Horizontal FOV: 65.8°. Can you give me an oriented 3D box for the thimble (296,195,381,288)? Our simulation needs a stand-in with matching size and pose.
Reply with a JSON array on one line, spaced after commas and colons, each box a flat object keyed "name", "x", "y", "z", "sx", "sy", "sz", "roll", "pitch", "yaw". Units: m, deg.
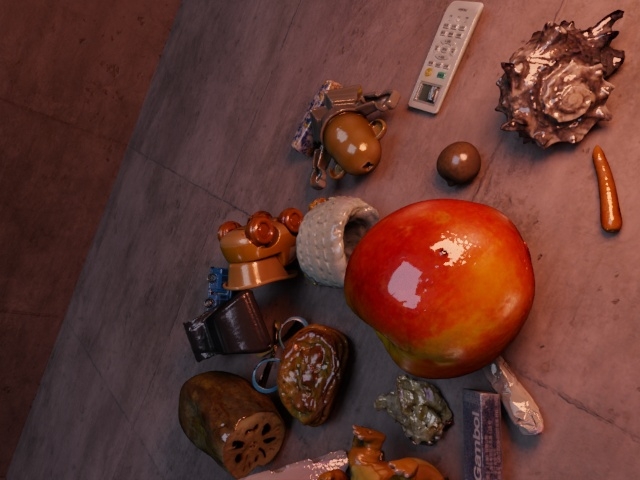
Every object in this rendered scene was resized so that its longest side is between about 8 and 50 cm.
[{"name": "thimble", "x": 0.056, "y": 0.003, "z": 1.319, "sx": 0.171, "sy": 0.204, "sz": 0.251, "roll": 1, "pitch": 81, "yaw": 43}]

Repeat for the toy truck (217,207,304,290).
[{"name": "toy truck", "x": -0.180, "y": 0.022, "z": 1.508, "sx": 0.204, "sy": 0.287, "sz": 0.212, "roll": -4, "pitch": 100, "yaw": 42}]

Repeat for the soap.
[{"name": "soap", "x": -0.090, "y": 0.645, "z": 1.239, "sx": 0.302, "sy": 0.257, "sz": 0.159, "roll": -35, "pitch": 55, "yaw": 30}]

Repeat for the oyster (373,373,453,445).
[{"name": "oyster", "x": 0.205, "y": 0.399, "z": 1.160, "sx": 0.191, "sy": 0.081, "sz": 0.164, "roll": -24, "pitch": 67, "yaw": 40}]

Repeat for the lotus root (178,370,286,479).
[{"name": "lotus root", "x": -0.280, "y": 0.515, "z": 1.459, "sx": 0.345, "sy": 0.250, "sz": 0.251, "roll": 15, "pitch": 89, "yaw": 45}]

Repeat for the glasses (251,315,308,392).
[{"name": "glasses", "x": -0.144, "y": 0.322, "z": 1.475, "sx": 0.206, "sy": 0.102, "sz": 0.239, "roll": 15, "pitch": 71, "yaw": 51}]

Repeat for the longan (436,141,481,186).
[{"name": "longan", "x": 0.332, "y": -0.183, "z": 1.194, "sx": 0.113, "sy": 0.092, "sz": 0.114, "roll": 2, "pitch": 92, "yaw": 43}]

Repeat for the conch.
[{"name": "conch", "x": 0.505, "y": -0.330, "z": 1.027, "sx": 0.240, "sy": 0.186, "sz": 0.313, "roll": 34, "pitch": 84, "yaw": 16}]

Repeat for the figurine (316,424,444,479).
[{"name": "figurine", "x": 0.123, "y": 0.628, "z": 1.041, "sx": 0.400, "sy": 0.268, "sz": 0.388, "roll": 20, "pitch": 90, "yaw": 41}]

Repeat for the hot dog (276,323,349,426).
[{"name": "hot dog", "x": -0.022, "y": 0.370, "z": 1.349, "sx": 0.196, "sy": 0.122, "sz": 0.273, "roll": 20, "pitch": 90, "yaw": 34}]

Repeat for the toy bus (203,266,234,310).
[{"name": "toy bus", "x": -0.342, "y": 0.189, "z": 1.704, "sx": 0.090, "sy": 0.106, "sz": 0.185, "roll": 115, "pitch": 157, "yaw": -76}]

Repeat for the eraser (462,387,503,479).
[{"name": "eraser", "x": 0.334, "y": 0.419, "z": 1.020, "sx": 0.092, "sy": 0.046, "sz": 0.213, "roll": 129, "pitch": 143, "yaw": -77}]

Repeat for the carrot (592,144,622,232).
[{"name": "carrot", "x": 0.573, "y": -0.106, "z": 0.991, "sx": 0.037, "sy": 0.037, "sz": 0.190, "roll": -14, "pitch": 65, "yaw": 40}]

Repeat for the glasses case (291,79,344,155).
[{"name": "glasses case", "x": -0.006, "y": -0.387, "z": 1.573, "sx": 0.065, "sy": 0.086, "sz": 0.248, "roll": 40, "pitch": 104, "yaw": 47}]

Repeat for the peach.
[{"name": "peach", "x": 0.250, "y": 0.085, "z": 1.027, "sx": 0.388, "sy": 0.388, "sz": 0.389, "roll": -14, "pitch": 69, "yaw": 40}]

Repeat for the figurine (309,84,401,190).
[{"name": "figurine", "x": 0.079, "y": -0.299, "z": 1.414, "sx": 0.343, "sy": 0.166, "sz": 0.285, "roll": -67, "pitch": 34, "yaw": 35}]

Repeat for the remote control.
[{"name": "remote control", "x": 0.334, "y": -0.483, "z": 1.308, "sx": 0.103, "sy": 0.051, "sz": 0.294, "roll": 34, "pitch": 105, "yaw": 44}]

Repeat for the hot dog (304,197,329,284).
[{"name": "hot dog", "x": 0.000, "y": 0.000, "z": 1.471, "sx": 0.115, "sy": 0.072, "sz": 0.269, "roll": -7, "pitch": 73, "yaw": 34}]

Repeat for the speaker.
[{"name": "speaker", "x": -0.289, "y": 0.273, "z": 1.483, "sx": 0.180, "sy": 0.184, "sz": 0.388, "roll": 68, "pitch": 158, "yaw": 4}]

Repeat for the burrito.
[{"name": "burrito", "x": 0.389, "y": 0.308, "z": 1.026, "sx": 0.064, "sy": 0.064, "sz": 0.203, "roll": -46, "pitch": 49, "yaw": 24}]
